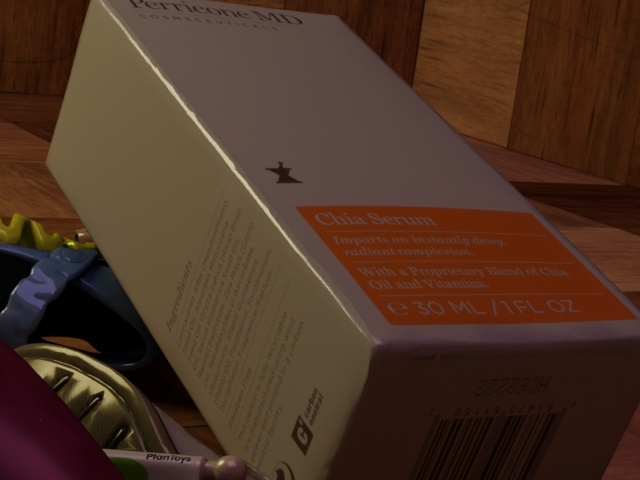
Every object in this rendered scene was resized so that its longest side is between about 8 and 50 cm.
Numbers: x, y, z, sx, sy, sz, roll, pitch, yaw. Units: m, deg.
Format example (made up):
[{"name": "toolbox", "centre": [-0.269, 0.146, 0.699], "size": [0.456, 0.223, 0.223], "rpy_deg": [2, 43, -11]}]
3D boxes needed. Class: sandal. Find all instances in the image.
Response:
[{"name": "sandal", "centre": [-0.148, 0.057, 1.160], "size": [0.317, 0.126, 0.138], "rpy_deg": [-1, 29, -24]}]

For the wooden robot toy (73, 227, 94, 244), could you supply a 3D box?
[{"name": "wooden robot toy", "centre": [-0.215, 0.025, 1.360], "size": [0.079, 0.076, 0.173], "rpy_deg": [-9, 17, -22]}]

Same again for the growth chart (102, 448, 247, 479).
[{"name": "growth chart", "centre": [-0.099, 0.168, 0.603], "size": [0.172, 0.021, 0.237], "rpy_deg": [0, 40, 3]}]

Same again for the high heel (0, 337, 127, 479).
[{"name": "high heel", "centre": [-0.035, 0.129, 0.516], "size": [0.377, 0.127, 0.181], "rpy_deg": [32, 35, -8]}]

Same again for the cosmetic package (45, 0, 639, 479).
[{"name": "cosmetic package", "centre": [0.000, 0.000, 1.053], "size": [0.230, 0.161, 0.453], "rpy_deg": [0, 33, -33]}]

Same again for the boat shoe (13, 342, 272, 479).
[{"name": "boat shoe", "centre": [-0.070, 0.153, 0.741], "size": [0.302, 0.113, 0.103], "rpy_deg": [31, -9, 41]}]
